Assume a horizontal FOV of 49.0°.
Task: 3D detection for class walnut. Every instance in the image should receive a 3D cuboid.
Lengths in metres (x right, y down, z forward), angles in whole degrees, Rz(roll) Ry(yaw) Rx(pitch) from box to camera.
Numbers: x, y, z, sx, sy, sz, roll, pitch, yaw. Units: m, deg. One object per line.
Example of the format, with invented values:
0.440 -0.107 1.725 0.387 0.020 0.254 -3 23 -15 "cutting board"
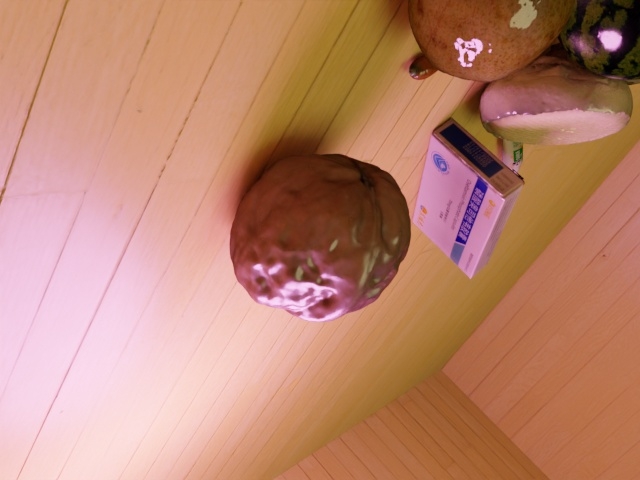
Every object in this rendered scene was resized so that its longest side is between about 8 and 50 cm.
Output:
0.002 -0.001 1.031 0.273 0.227 0.273 -38 163 -13 "walnut"

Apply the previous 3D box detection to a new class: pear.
0.225 -0.317 0.903 0.228 0.188 0.211 -39 168 1 "pear"

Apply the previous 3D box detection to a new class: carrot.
0.182 -0.283 1.110 0.142 0.035 0.035 -33 156 -38 "carrot"

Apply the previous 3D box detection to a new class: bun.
0.450 -0.273 1.352 0.287 0.288 0.146 16 77 -66 "bun"

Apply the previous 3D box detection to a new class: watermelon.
0.530 -0.408 1.164 0.285 0.285 0.285 -38 158 -18 "watermelon"

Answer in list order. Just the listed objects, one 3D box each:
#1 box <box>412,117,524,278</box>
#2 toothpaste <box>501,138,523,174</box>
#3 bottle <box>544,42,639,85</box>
0.295 -0.077 1.464 0.065 0.200 0.343 -35 157 -17 "box"
0.457 -0.243 1.671 0.314 0.056 0.058 53 42 -65 "toothpaste"
0.566 -0.362 1.405 0.120 0.253 0.120 0 90 -44 "bottle"
